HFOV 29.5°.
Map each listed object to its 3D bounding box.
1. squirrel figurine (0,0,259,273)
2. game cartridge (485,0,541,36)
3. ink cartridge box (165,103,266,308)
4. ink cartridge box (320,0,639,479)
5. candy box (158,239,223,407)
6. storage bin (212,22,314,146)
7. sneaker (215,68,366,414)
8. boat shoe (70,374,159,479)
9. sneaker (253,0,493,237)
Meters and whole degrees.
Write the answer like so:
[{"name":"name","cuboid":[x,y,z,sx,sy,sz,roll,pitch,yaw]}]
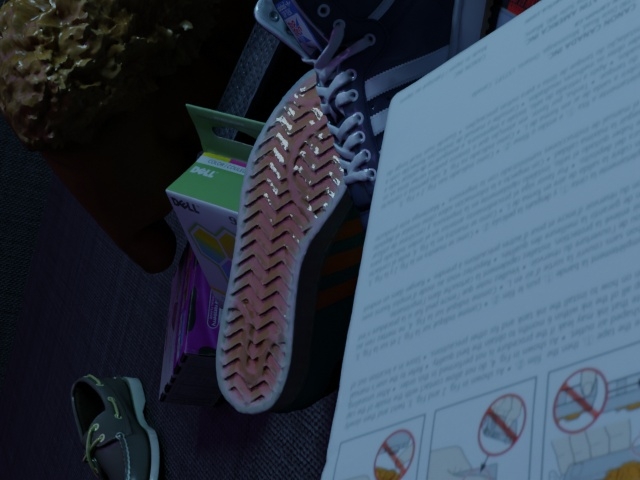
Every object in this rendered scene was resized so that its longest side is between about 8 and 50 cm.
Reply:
[{"name":"squirrel figurine","cuboid":[-0.153,-0.217,1.260,0.281,0.370,0.397,51,177,18]},{"name":"game cartridge","cuboid":[0.135,-0.161,0.895,0.355,0.068,0.230,-124,46,-62]},{"name":"ink cartridge box","cuboid":[-0.071,-0.015,1.109,0.109,0.062,0.209,19,141,39]},{"name":"ink cartridge box","cuboid":[0.137,0.031,0.572,0.308,0.091,0.385,-28,42,45]},{"name":"candy box","cuboid":[-0.123,0.081,1.331,0.233,0.071,0.159,127,149,-66]},{"name":"storage bin","cuboid":[-0.018,-0.134,1.160,0.180,0.122,0.084,-62,26,28]},{"name":"sneaker","cuboid":[0.000,0.000,1.036,0.108,0.121,0.302,22,101,35]},{"name":"boat shoe","cuboid":[-0.279,0.274,1.637,0.305,0.091,0.109,-126,52,-62]},{"name":"sneaker","cuboid":[0.026,-0.095,0.844,0.099,0.153,0.282,169,111,-68]}]
